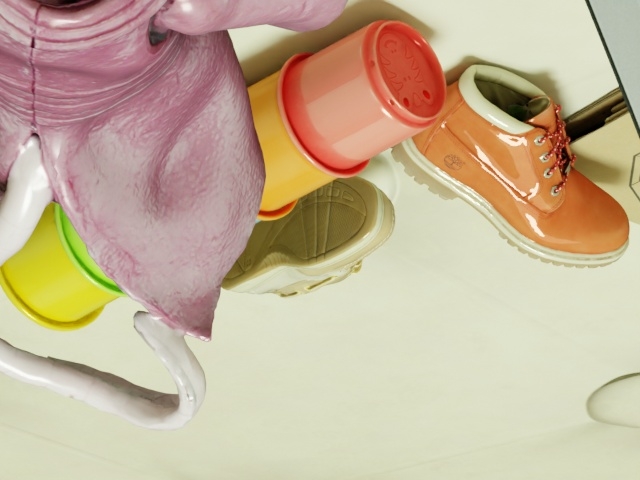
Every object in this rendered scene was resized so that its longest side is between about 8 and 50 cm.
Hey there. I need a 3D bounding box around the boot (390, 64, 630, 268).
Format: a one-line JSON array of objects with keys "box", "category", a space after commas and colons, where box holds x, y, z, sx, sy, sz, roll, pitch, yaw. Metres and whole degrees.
[{"box": [0.126, -0.042, 0.980, 0.158, 0.059, 0.084, 29, 137, -15], "category": "boot"}]

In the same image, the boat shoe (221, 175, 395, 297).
[{"box": [0.000, 0.000, 1.101, 0.059, 0.063, 0.170, 15, 160, -33], "category": "boat shoe"}]

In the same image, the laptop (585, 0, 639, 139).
[{"box": [0.179, -0.178, 0.537, 0.382, 0.408, 0.236, -21, 180, 38], "category": "laptop"}]

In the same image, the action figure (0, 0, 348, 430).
[{"box": [-0.118, -0.093, 0.676, 0.248, 0.276, 0.370, 16, 169, -3], "category": "action figure"}]

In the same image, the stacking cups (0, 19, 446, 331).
[{"box": [-0.067, -0.044, 0.990, 0.096, 0.096, 0.316, 23, 142, -38], "category": "stacking cups"}]

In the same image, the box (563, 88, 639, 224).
[{"box": [0.242, -0.047, 1.036, 0.201, 0.021, 0.164, 17, 150, -31], "category": "box"}]
